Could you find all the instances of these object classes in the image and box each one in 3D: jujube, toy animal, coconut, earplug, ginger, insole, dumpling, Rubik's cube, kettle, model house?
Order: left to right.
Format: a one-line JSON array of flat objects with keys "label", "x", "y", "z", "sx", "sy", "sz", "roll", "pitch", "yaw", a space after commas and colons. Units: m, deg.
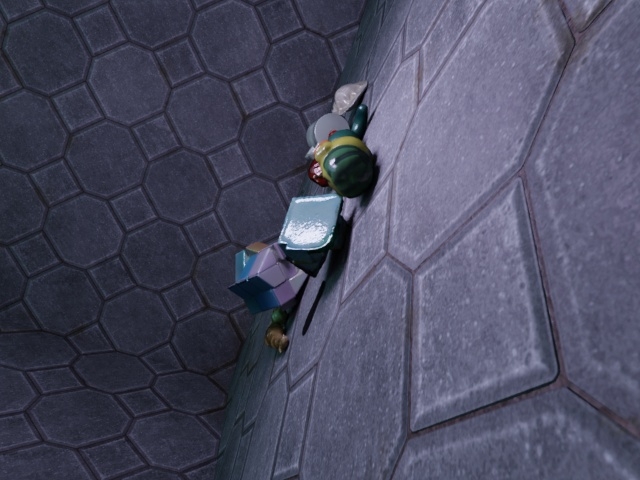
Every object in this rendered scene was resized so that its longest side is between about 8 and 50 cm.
[{"label": "Rubik's cube", "x": -0.233, "y": 0.167, "z": 2.083, "sx": 0.387, "sy": 0.358, "sz": 0.368, "roll": -22, "pitch": 6, "yaw": 44}, {"label": "ginger", "x": -0.204, "y": 0.471, "z": 2.059, "sx": 0.131, "sy": 0.086, "sz": 0.294, "roll": -64, "pitch": 17, "yaw": -14}, {"label": "coconut", "x": -0.216, "y": 0.404, "z": 2.216, "sx": 0.096, "sy": 0.088, "sz": 0.088, "roll": -36, "pitch": 22, "yaw": 16}, {"label": "insole", "x": -0.028, "y": 0.274, "z": 1.689, "sx": 0.086, "sy": 0.005, "sz": 0.253, "roll": -103, "pitch": 33, "yaw": -70}, {"label": "model house", "x": 0.000, "y": 0.000, "z": 1.620, "sx": 0.249, "sy": 0.229, "sz": 0.281, "roll": 60, "pitch": -144, "yaw": -45}, {"label": "kettle", "x": 0.014, "y": -0.584, "z": 2.381, "sx": 0.318, "sy": 0.264, "sz": 0.205, "roll": -135, "pitch": 24, "yaw": -76}, {"label": "jujube", "x": 0.031, "y": -0.393, "z": 2.194, "sx": 0.230, "sy": 0.155, "sz": 0.155, "roll": -65, "pitch": 11, "yaw": 6}, {"label": "toy animal", "x": 0.097, "y": -0.280, "z": 1.541, "sx": 0.191, "sy": 0.216, "sz": 0.338, "roll": -40, "pitch": 21, "yaw": 11}, {"label": "dumpling", "x": 0.161, "y": -0.769, "z": 2.273, "sx": 0.247, "sy": 0.142, "sz": 0.172, "roll": -45, "pitch": 34, "yaw": 12}, {"label": "earplug", "x": 0.135, "y": -0.419, "z": 1.808, "sx": 0.257, "sy": 0.164, "sz": 0.280, "roll": -29, "pitch": 38, "yaw": 14}]

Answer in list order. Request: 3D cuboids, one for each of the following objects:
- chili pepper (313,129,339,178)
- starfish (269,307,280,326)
[{"label": "chili pepper", "x": 0.062, "y": -0.365, "z": 2.008, "sx": 0.131, "sy": 0.134, "sz": 0.338, "roll": 101, "pitch": -175, "yaw": -57}, {"label": "starfish", "x": -0.276, "y": 0.372, "z": 2.471, "sx": 0.398, "sy": 0.132, "sz": 0.384, "roll": -23, "pitch": 54, "yaw": 58}]
